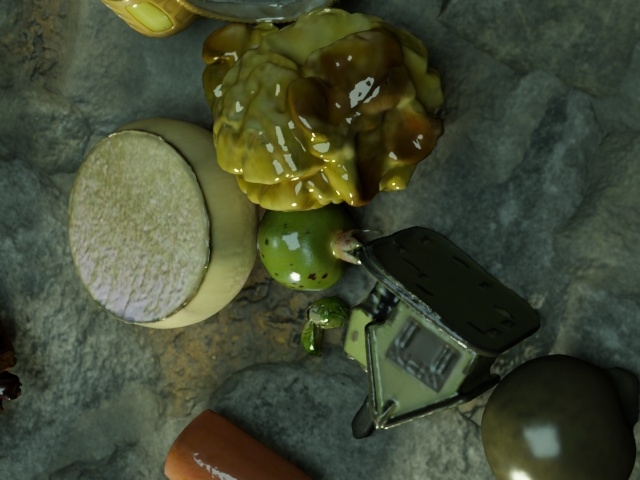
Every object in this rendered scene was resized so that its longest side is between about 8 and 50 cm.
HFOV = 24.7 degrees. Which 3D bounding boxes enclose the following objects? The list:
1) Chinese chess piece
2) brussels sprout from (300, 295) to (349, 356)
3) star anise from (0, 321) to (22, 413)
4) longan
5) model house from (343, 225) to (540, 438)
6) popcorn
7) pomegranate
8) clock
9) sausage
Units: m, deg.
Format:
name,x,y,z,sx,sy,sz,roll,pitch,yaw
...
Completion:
name,x,y,z,sx,sy,sz,roll,pitch,yaw
Chinese chess piece,-0.203,-0.022,1.867,0.270,0.112,0.270,4,97,37
brussels sprout,0.000,0.107,1.858,0.051,0.046,0.083,44,110,20
star anise,-0.478,0.163,2.019,0.190,0.126,0.220,55,139,39
longan,0.288,0.218,1.695,0.204,0.159,0.185,-37,92,-15
model house,0.093,0.155,1.738,0.205,0.218,0.278,38,111,18
popcorn,-0.014,-0.150,1.733,0.332,0.225,0.265,21,58,28
pomegranate,-0.001,-0.007,1.801,0.159,0.129,0.129,-24,86,33
clock,-0.119,-0.362,1.765,0.317,0.244,0.200,0,80,19
sausage,-0.076,0.327,1.879,0.259,0.113,0.113,32,106,17
